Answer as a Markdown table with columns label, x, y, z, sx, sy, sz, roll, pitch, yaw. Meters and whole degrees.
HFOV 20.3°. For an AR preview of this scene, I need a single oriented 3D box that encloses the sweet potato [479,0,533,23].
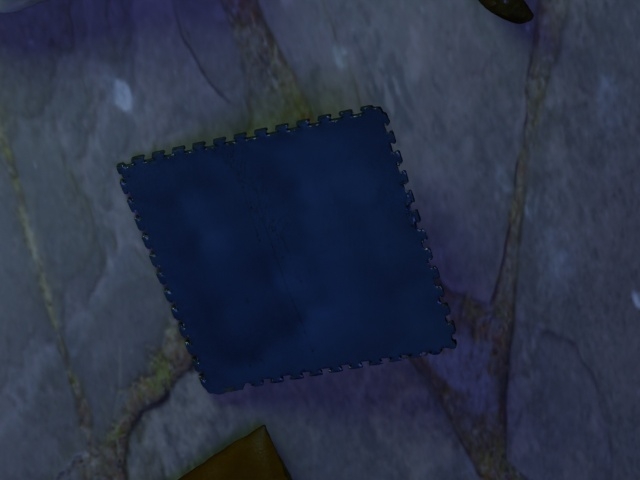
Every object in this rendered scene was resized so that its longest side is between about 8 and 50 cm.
| label | x | y | z | sx | sy | sz | roll | pitch | yaw |
| --- | --- | --- | --- | --- | --- | --- | --- | --- | --- |
| sweet potato | 0.120 | -0.308 | 1.605 | 0.067 | 0.067 | 0.274 | -31 | 110 | -1 |

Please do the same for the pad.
| label | x | y | z | sx | sy | sz | roll | pitch | yaw |
| --- | --- | --- | --- | --- | --- | --- | --- | --- | --- |
| pad | -0.029 | 0.015 | 1.668 | 0.269 | 0.012 | 0.269 | -10 | 117 | 16 |

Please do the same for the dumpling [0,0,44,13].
| label | x | y | z | sx | sy | sz | roll | pitch | yaw |
| --- | --- | --- | --- | --- | --- | --- | --- | --- | --- |
| dumpling | -0.228 | -0.284 | 1.448 | 0.318 | 0.187 | 0.243 | 33 | 97 | -28 |

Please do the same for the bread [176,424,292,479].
| label | x | y | z | sx | sy | sz | roll | pitch | yaw |
| --- | --- | --- | --- | --- | --- | --- | --- | --- | --- |
| bread | -0.170 | 0.336 | 1.749 | 0.361 | 0.138 | 0.077 | -33 | 134 | 0 |

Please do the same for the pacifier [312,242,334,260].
| label | x | y | z | sx | sy | sz | roll | pitch | yaw |
| --- | --- | --- | --- | --- | --- | --- | --- | --- | --- |
| pacifier | 0.000 | 0.000 | 1.699 | 0.083 | 0.064 | 0.068 | -33 | 99 | 0 |
